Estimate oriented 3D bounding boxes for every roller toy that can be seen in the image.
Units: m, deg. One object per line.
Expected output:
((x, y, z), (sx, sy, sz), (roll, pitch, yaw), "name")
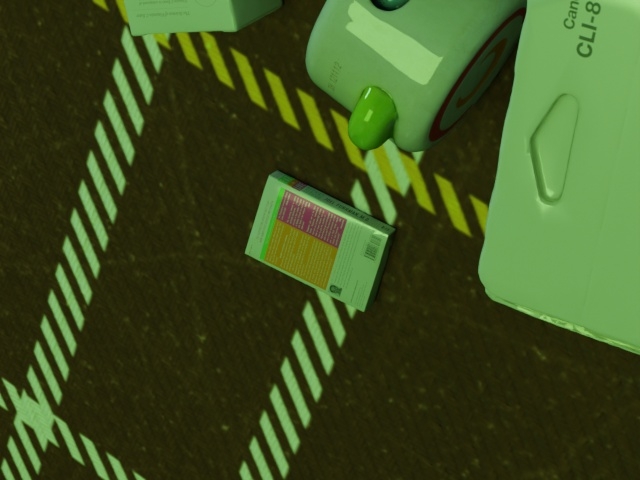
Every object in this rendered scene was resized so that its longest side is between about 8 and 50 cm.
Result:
((0.084, -0.190, 1.503), (0.146, 0.209, 0.191), (37, 118, 11), "roller toy")

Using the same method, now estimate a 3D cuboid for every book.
((0.000, 0.000, 1.756), (0.144, 0.035, 0.096), (28, 122, 18), "book")

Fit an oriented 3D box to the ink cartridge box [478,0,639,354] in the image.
((0.286, -0.121, 1.280), (0.160, 0.384, 0.279), (20, 123, 23), "ink cartridge box")

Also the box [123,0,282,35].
((-0.127, -0.293, 1.649), (0.130, 0.091, 0.170), (2, 114, 32), "box")
